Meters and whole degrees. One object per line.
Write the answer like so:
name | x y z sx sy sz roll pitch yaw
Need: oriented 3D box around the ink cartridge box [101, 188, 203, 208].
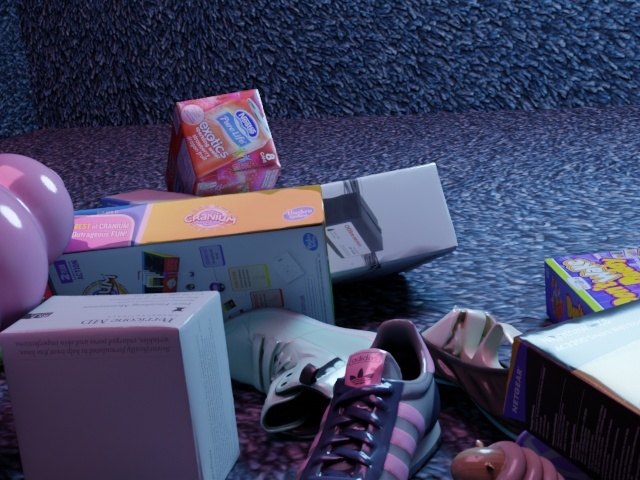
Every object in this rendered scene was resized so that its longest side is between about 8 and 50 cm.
ink cartridge box | -0.222 0.033 1.472 0.082 0.191 0.139 -17 19 -41

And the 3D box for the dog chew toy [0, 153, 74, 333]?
dog chew toy | -0.362 0.032 1.046 0.206 0.206 0.332 3 35 30

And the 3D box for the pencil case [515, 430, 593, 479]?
pencil case | 0.253 0.170 0.958 0.088 0.086 0.206 -10 9 42

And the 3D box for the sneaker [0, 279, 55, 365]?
sneaker | -0.422 0.047 1.476 0.185 0.202 0.483 3 17 30

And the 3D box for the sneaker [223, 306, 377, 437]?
sneaker | -0.052 0.144 1.175 0.256 0.094 0.151 2 20 34

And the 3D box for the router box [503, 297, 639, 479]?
router box | 0.343 0.125 0.863 0.309 0.081 0.243 -12 27 -31

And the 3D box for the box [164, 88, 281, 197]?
box | -0.147 -0.096 1.558 0.122 0.128 0.257 -12 -19 -16

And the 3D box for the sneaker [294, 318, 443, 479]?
sneaker | 0.030 0.172 0.957 0.112 0.131 0.319 -1 16 17

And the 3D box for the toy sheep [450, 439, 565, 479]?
toy sheep | 0.152 0.206 0.837 0.091 0.132 0.091 -43 20 19

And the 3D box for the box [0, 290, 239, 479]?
box | -0.186 0.150 1.029 0.181 0.182 0.119 -3 15 13

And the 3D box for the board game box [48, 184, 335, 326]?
board game box | -0.144 0.055 1.274 0.316 0.242 0.064 -6 48 -1

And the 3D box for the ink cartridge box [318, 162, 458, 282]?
ink cartridge box | 0.000 0.000 1.500 0.307 0.129 0.223 -11 -7 -20

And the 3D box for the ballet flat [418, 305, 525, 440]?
ballet flat | 0.171 0.127 1.130 0.095 0.096 0.280 13 5 -30

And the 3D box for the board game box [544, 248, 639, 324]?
board game box | 0.412 0.090 1.212 0.233 0.078 0.347 -7 15 -2
